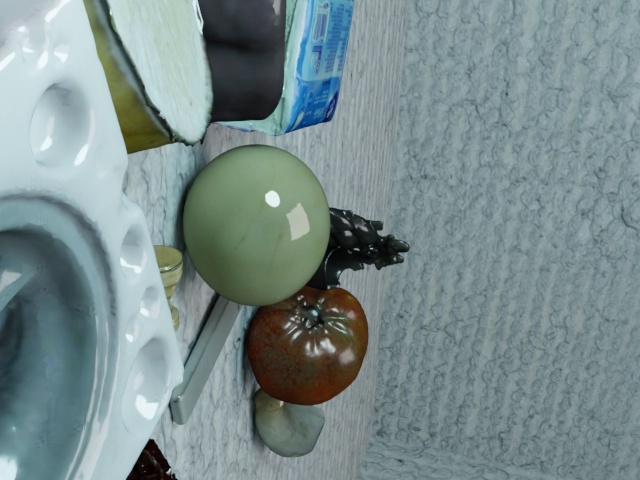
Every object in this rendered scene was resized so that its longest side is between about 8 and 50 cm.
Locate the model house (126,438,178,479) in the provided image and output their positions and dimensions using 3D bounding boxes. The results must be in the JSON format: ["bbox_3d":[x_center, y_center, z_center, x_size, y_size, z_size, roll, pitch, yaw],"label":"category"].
[{"bbox_3d":[-0.204,0.282,1.061,0.141,0.164,0.203,-48,149,-60],"label":"model house"}]

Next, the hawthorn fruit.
[{"bbox_3d":[-0.025,0.184,1.792,0.262,0.211,0.210,104,2,-64],"label":"hawthorn fruit"}]

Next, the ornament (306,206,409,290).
[{"bbox_3d":[0.000,0.000,1.580,0.251,0.261,0.106,74,22,-63],"label":"ornament"}]

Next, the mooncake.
[{"bbox_3d":[-0.115,-0.242,0.953,0.283,0.141,0.282,178,-90,-78],"label":"mooncake"}]

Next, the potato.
[{"bbox_3d":[-0.195,-0.186,0.637,0.246,0.196,0.299,-71,152,-76],"label":"potato"}]

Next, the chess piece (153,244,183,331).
[{"bbox_3d":[-0.190,0.089,1.230,0.060,0.060,0.172,-63,162,-56],"label":"chess piece"}]

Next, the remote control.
[{"bbox_3d":[-0.159,0.144,1.505,0.067,0.029,0.261,89,18,-46],"label":"remote control"}]

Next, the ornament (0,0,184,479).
[{"bbox_3d":[-0.228,0.044,0.439,0.239,0.240,0.239,82,25,-42],"label":"ornament"}]

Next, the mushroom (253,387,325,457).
[{"bbox_3d":[-0.065,0.342,1.961,0.270,0.103,0.118,50,52,-68],"label":"mushroom"}]

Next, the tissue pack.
[{"bbox_3d":[-0.058,-0.247,1.341,0.263,0.146,0.198,-41,142,-74],"label":"tissue pack"}]

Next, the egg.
[{"bbox_3d":[-0.081,-0.014,1.335,0.241,0.186,0.186,96,10,-50],"label":"egg"}]
